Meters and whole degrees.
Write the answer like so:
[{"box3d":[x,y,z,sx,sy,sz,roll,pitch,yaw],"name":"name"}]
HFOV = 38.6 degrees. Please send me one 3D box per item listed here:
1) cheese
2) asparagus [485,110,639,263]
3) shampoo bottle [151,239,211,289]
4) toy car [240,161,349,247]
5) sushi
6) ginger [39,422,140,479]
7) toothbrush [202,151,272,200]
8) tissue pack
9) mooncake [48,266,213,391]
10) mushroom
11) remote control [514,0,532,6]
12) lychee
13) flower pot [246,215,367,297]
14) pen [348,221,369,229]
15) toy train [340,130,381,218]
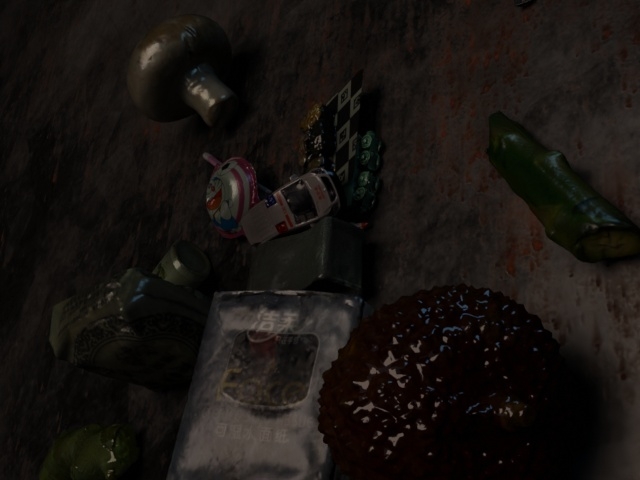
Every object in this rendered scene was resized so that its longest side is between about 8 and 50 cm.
[{"box3d":[-0.144,-0.060,1.657,0.244,0.062,0.155,46,122,40],"name":"cheese"},{"box3d":[0.284,-0.072,1.148,0.085,0.082,0.343,-55,36,17],"name":"asparagus"},{"box3d":[-0.309,0.115,1.732,0.234,0.087,0.118,-49,18,18],"name":"shampoo bottle"},{"box3d":[-0.043,-0.051,1.456,0.210,0.108,0.089,-27,83,60],"name":"toy car"},{"box3d":[-0.005,-0.167,1.537,0.192,0.051,0.215,-37,42,53],"name":"sushi"},{"box3d":[-0.443,0.414,1.717,0.290,0.089,0.137,-10,79,43],"name":"ginger"},{"box3d":[-0.167,-0.126,1.772,0.286,0.020,0.025,34,102,53],"name":"toothbrush"},{"box3d":[-0.066,0.251,1.282,0.259,0.122,0.361,2,66,26],"name":"tissue pack"},{"box3d":[-0.309,0.164,1.570,0.254,0.250,0.136,-31,45,34],"name":"mooncake"},{"box3d":[-0.263,-0.331,1.869,0.243,0.244,0.243,-28,49,37],"name":"mushroom"},{"box3d":[0.304,-0.388,1.371,0.034,0.016,0.091,-14,57,27],"name":"remote control"},{"box3d":[0.137,0.178,1.012,0.304,0.276,0.275,-19,53,66],"name":"lychee"},{"box3d":[-0.027,0.053,1.424,0.229,0.103,0.108,-22,52,43],"name":"flower pot"},{"box3d":[0.000,0.000,1.491,0.218,0.026,0.026,-19,55,43],"name":"pen"},{"box3d":[0.064,-0.105,1.468,0.071,0.038,0.147,-19,55,46],"name":"toy train"}]
